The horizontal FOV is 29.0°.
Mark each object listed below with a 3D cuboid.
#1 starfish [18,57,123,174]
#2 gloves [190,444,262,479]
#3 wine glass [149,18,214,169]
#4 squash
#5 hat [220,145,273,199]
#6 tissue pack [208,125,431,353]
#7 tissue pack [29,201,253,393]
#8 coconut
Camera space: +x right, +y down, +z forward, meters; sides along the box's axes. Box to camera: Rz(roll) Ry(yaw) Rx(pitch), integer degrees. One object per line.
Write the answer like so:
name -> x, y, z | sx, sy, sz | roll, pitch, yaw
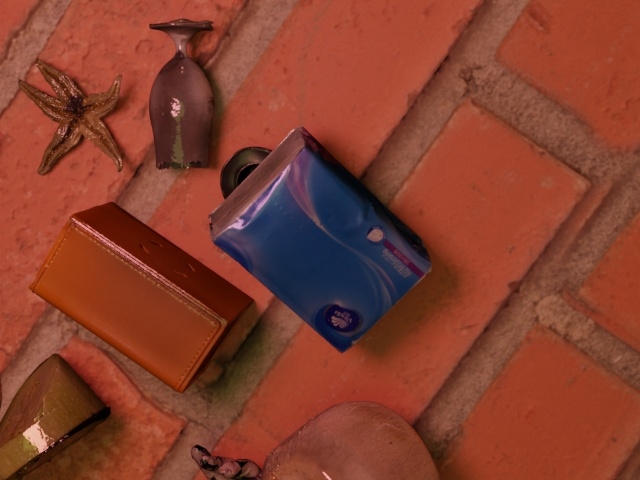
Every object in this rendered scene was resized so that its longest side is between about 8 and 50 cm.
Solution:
starfish -> -0.377, -0.185, 1.899 | 0.217, 0.050, 0.223 | -46, 77, 15
gloves -> -0.122, 0.390, 1.899 | 0.127, 0.111, 0.212 | -32, 94, 33
wine glass -> -0.205, -0.216, 1.850 | 0.103, 0.103, 0.222 | 0, 96, 7
squash -> -0.435, 0.282, 1.867 | 0.220, 0.220, 0.133 | -39, 94, 9
hat -> -0.094, -0.084, 1.874 | 0.121, 0.050, 0.121 | 2, 101, 8
tissue pack -> 0.000, 0.000, 1.794 | 0.263, 0.146, 0.198 | 42, 100, -17
tissue pack -> -0.263, 0.082, 1.839 | 0.274, 0.194, 0.145 | 34, 98, 3
coconut -> 0.047, 0.361, 1.817 | 0.245, 0.247, 0.245 | 9, 105, 36
